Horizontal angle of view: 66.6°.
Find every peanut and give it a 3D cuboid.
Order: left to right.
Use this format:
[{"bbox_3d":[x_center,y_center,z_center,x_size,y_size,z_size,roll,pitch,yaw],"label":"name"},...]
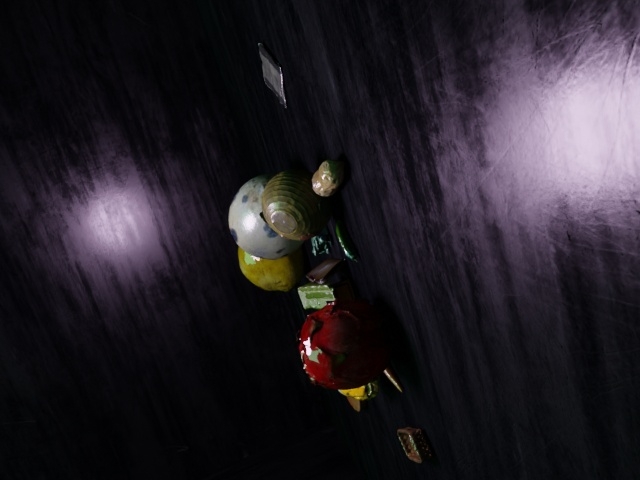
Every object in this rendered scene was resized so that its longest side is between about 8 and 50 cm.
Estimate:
[{"bbox_3d":[0.026,-0.187,1.477,0.214,0.100,0.099,149,101,-72],"label":"peanut"}]

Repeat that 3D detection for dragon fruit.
[{"bbox_3d":[0.080,0.328,1.548,0.295,0.302,0.295,158,90,-85],"label":"dragon fruit"}]

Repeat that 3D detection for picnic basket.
[{"bbox_3d":[0.314,0.676,1.623,0.193,0.055,0.110,108,140,-70],"label":"picnic basket"}]

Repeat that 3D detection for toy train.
[{"bbox_3d":[0.000,0.000,1.932,0.172,0.070,0.099,105,151,-72],"label":"toy train"}]

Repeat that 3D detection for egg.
[{"bbox_3d":[-0.203,-0.099,2.012,0.345,0.345,0.428,68,160,10],"label":"egg"},{"bbox_3d":[0.133,0.453,1.841,0.286,0.174,0.264,-2,115,53],"label":"egg"}]

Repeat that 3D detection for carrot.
[{"bbox_3d":[0.224,0.434,1.686,0.216,0.048,0.048,56,162,36],"label":"carrot"}]

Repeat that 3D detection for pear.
[{"bbox_3d":[-0.255,0.080,2.573,0.352,0.352,0.413,52,166,57],"label":"pear"}]

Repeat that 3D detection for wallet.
[{"bbox_3d":[0.016,0.115,1.883,0.031,0.137,0.255,52,170,-7],"label":"wallet"}]

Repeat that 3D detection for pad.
[{"bbox_3d":[-0.179,-0.623,1.845,0.174,0.022,0.233,84,161,-47],"label":"pad"}]

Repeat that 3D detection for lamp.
[{"bbox_3d":[-0.073,-0.138,1.678,0.284,0.250,0.250,-62,-29,-45],"label":"lamp"}]

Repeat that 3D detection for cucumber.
[{"bbox_3d":[0.084,0.006,1.625,0.039,0.039,0.167,96,153,-65],"label":"cucumber"}]

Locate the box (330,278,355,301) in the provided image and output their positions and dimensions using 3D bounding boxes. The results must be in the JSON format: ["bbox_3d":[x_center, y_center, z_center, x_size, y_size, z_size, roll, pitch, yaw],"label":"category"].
[{"bbox_3d":[0.077,0.265,1.956,0.301,0.084,0.192,138,112,-77],"label":"box"}]

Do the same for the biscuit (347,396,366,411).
[{"bbox_3d":[0.129,0.676,2.456,0.381,0.074,0.358,-127,23,-46],"label":"biscuit"}]

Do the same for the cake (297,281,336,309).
[{"bbox_3d":[-0.009,0.214,1.838,0.235,0.099,0.100,-179,71,-76],"label":"cake"}]
